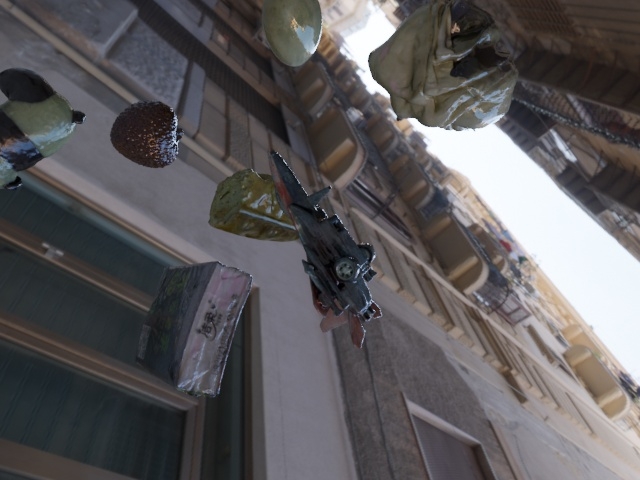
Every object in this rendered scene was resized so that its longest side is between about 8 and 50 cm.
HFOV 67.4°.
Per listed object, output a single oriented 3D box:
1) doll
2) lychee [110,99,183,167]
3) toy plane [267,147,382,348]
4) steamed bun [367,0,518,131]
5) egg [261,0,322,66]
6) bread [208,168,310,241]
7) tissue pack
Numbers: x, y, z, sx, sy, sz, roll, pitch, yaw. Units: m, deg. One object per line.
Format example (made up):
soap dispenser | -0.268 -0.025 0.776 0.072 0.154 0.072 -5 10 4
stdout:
doll | -0.548 -0.190 0.853 0.234 0.143 0.135 -42 -113 -17
lychee | -0.475 -0.296 1.330 0.194 0.194 0.194 -35 -146 29
toy plane | 0.006 -0.002 0.744 0.104 0.326 0.223 -20 -175 25
steamed bun | 0.280 -0.369 1.008 0.206 0.320 0.275 -35 -120 55
egg | -0.088 -0.677 1.505 0.189 0.253 0.188 -3 -141 3
bread | -0.115 -0.069 1.106 0.152 0.268 0.130 -46 -126 24
tissue pack | -0.332 0.205 1.192 0.394 0.124 0.288 -10 -117 57
